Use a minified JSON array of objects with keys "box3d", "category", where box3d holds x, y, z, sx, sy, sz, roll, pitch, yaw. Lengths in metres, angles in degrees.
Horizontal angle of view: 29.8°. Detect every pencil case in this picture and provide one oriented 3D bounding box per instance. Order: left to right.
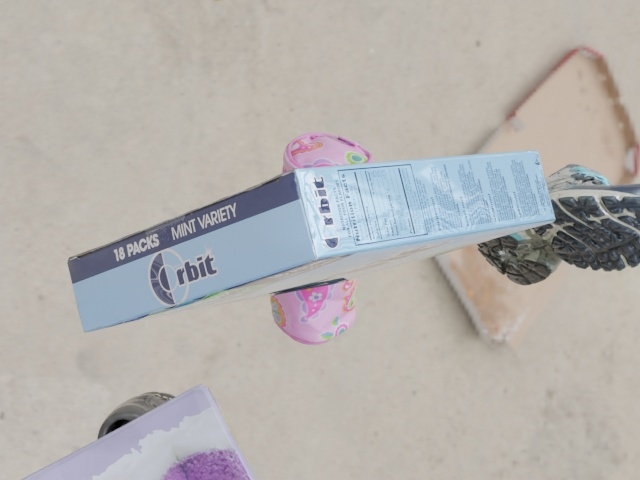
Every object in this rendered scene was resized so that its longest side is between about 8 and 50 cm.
[{"box3d":[0.000,0.000,1.598,0.124,0.124,0.284,-29,135,-40],"category":"pencil case"}]

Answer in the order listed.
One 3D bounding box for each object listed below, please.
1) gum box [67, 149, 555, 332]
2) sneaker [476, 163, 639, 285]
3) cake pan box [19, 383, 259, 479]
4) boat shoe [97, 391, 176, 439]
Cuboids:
[{"box3d":[-0.001,-0.001,0.587,0.184,0.157,0.041,-7,82,-49],"category":"gum box"},{"box3d":[0.278,-0.039,1.302,0.110,0.283,0.122,43,67,-16],"category":"sneaker"},{"box3d":[-0.123,0.249,0.682,0.267,0.070,0.245,-27,75,-4],"category":"cake pan box"},{"box3d":[-0.075,0.265,0.852,0.335,0.112,0.095,63,6,12],"category":"boat shoe"}]
